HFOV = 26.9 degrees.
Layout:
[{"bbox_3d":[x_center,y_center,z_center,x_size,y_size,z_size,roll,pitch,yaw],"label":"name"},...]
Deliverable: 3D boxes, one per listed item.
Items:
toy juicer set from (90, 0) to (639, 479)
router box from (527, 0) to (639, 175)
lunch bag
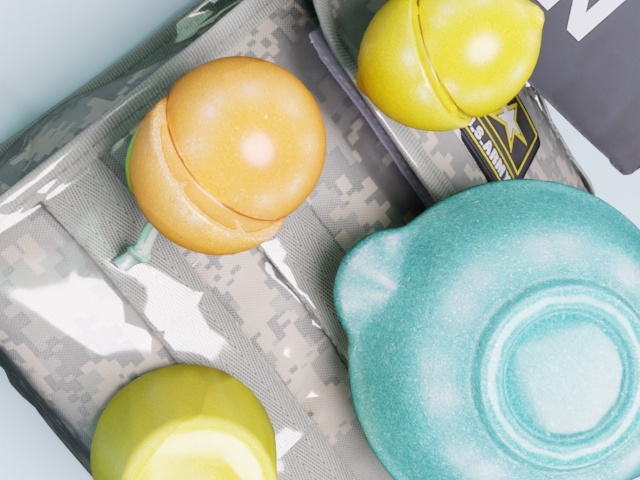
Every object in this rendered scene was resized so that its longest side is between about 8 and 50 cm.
[{"bbox_3d":[0.079,0.008,0.502,0.328,0.089,0.209,-2,94,-10],"label":"toy juicer set"},{"bbox_3d":[0.046,-0.200,0.573,0.309,0.243,0.081,41,115,-17],"label":"router box"},{"bbox_3d":[0.000,0.000,0.607,0.287,0.169,0.235,-41,108,-17],"label":"lunch bag"}]
